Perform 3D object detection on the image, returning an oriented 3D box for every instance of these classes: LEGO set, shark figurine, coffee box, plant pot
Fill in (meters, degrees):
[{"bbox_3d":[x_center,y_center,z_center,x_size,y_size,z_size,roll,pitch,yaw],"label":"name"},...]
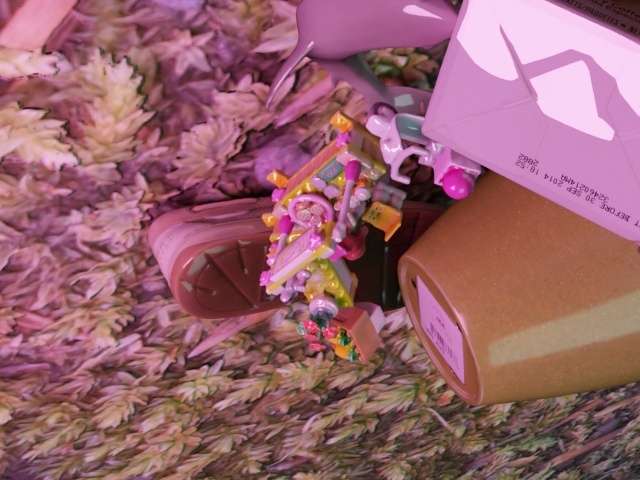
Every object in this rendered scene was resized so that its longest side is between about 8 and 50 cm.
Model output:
[{"bbox_3d":[0.010,0.022,0.784,0.132,0.107,0.287,16,141,-4],"label":"LEGO set"},{"bbox_3d":[0.009,-0.125,0.768,0.116,0.166,0.278,-54,171,-8],"label":"shark figurine"},{"bbox_3d":[0.212,-0.138,0.694,0.297,0.168,0.119,-45,158,-47],"label":"coffee box"},{"bbox_3d":[0.225,0.015,0.895,0.293,0.275,0.275,-25,145,-12],"label":"plant pot"}]

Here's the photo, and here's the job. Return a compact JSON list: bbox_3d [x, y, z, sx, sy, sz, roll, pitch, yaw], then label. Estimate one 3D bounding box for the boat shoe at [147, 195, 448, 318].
[{"bbox_3d":[0.000,0.000,0.941,0.302,0.098,0.109,-6,123,-28],"label":"boat shoe"}]
